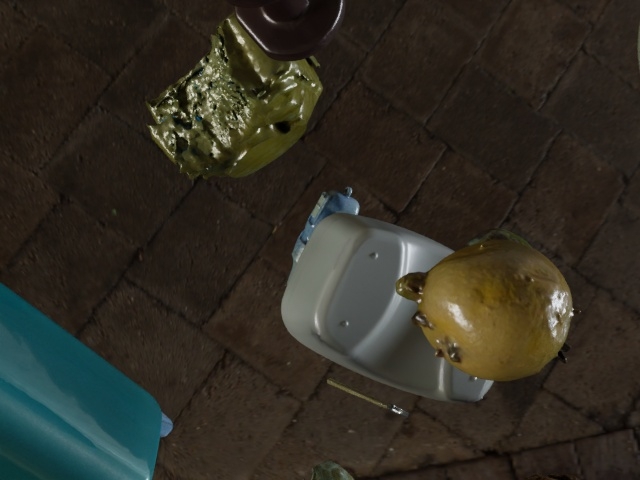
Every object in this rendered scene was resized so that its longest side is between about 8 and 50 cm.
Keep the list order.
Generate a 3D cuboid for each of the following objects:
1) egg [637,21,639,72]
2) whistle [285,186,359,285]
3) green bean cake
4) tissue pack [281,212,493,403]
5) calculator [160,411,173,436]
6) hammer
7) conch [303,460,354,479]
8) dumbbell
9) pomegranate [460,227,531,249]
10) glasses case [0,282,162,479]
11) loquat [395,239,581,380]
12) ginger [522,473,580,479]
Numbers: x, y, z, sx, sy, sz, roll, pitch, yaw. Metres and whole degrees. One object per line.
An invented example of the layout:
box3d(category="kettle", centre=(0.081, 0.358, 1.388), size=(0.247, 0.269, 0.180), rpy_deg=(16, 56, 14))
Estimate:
box3d(category="egg", centre=(0.317, -0.151, 0.590), size=(0.183, 0.183, 0.217), rpy_deg=(37, 60, 0))
box3d(category="whistle", centre=(0.000, 0.000, 1.888), size=(0.093, 0.180, 0.269), rpy_deg=(20, 108, -27))
box3d(category="green bean cake", centre=(-0.145, -0.228, 1.469), size=(0.310, 0.285, 0.202), rpy_deg=(-36, 85, 11))
box3d(category="tissue pack", centre=(0.112, 0.100, 1.322), size=(0.333, 0.236, 0.229), rpy_deg=(25, 88, -19))
box3d(category="calculator", centre=(-0.339, 0.285, 1.501), size=(0.121, 0.210, 0.039), rpy_deg=(32, 83, 35))
box3d(category="hammer", centre=(0.086, 0.303, 1.679), size=(0.062, 0.199, 0.013), rpy_deg=(34, 77, -41))
box3d(category="conch", centre=(0.027, 0.419, 1.293), size=(0.106, 0.116, 0.172), rpy_deg=(-2, 97, 31))
box3d(category="dumbbell", centre=(-0.053, -0.295, 0.963), size=(0.124, 0.225, 0.140), rpy_deg=(-42, 80, 4))
box3d(category="pomegranate", centre=(0.313, 0.052, 1.540), size=(0.149, 0.169, 0.148), rpy_deg=(4, 102, 17))
box3d(category="glasses case", centre=(-0.235, 0.071, 0.568), size=(0.301, 0.070, 0.117), rpy_deg=(41, 31, -26))
box3d(category="loquat", centre=(0.183, 0.074, 0.959), size=(0.205, 0.172, 0.149), rpy_deg=(10, 115, -2))
box3d(category="ginger", centre=(0.304, 0.366, 0.966), size=(0.172, 0.321, 0.165), rpy_deg=(-27, 112, -18))
